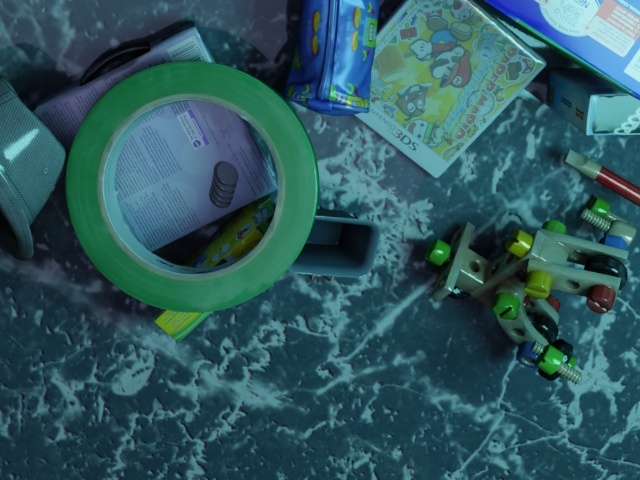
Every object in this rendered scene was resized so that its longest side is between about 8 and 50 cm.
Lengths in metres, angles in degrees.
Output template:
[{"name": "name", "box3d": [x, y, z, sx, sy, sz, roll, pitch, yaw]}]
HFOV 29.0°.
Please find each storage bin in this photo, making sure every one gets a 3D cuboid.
[{"name": "storage bin", "box3d": [0.000, 0.000, 1.724, 0.135, 0.091, 0.098, 5, 108, -25]}]

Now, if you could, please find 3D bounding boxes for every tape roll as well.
[{"name": "tape roll", "box3d": [-0.162, -0.070, 1.593, 0.321, 0.077, 0.321, 0, 96, 2]}]

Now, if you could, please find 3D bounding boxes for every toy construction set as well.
[{"name": "toy construction set", "box3d": [0.292, 0.013, 1.729, 0.237, 0.257, 0.309, 31, 82, -3]}]

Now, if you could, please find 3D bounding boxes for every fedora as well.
[{"name": "fedora", "box3d": [-0.407, -0.112, 1.590, 0.124, 0.244, 0.275, -38, 154, -18]}]

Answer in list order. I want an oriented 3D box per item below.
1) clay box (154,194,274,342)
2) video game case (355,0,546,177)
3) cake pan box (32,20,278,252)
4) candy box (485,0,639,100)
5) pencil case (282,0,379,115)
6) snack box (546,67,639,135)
[{"name": "clay box", "box3d": [-0.135, 0.031, 1.711, 0.222, 0.127, 0.053, -41, 109, 8]}, {"name": "video game case", "box3d": [0.157, -0.225, 1.691, 0.206, 0.026, 0.227, 36, 113, -16]}, {"name": "cake pan box", "box3d": [-0.222, -0.134, 1.679, 0.245, 0.070, 0.267, -29, 109, 1]}, {"name": "candy box", "box3d": [0.304, -0.306, 1.552, 0.268, 0.317, 0.122, 30, 105, -13]}, {"name": "pencil case", "box3d": [0.022, -0.314, 1.601, 0.119, 0.133, 0.306, 9, 102, 14]}, {"name": "snack box", "box3d": [0.490, -0.191, 1.682, 0.322, 0.187, 0.060, -1, 108, -6]}]
